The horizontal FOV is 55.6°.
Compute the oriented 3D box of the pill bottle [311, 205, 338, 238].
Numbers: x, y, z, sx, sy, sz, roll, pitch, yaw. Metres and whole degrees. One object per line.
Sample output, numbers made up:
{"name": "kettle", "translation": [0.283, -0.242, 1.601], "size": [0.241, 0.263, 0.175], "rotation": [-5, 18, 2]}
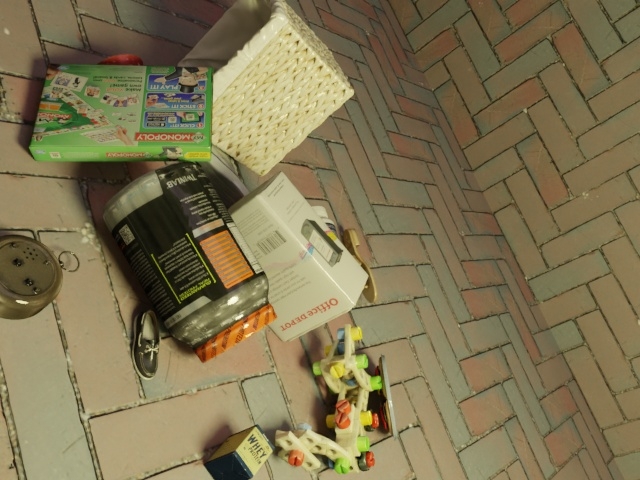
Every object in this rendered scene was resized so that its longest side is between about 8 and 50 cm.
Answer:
{"name": "pill bottle", "translation": [0.000, 0.000, 1.560], "size": [0.094, 0.094, 0.169], "rotation": [14, 53, -46]}

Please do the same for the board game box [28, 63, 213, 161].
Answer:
{"name": "board game box", "translation": [-0.367, -0.246, 1.159], "size": [0.318, 0.046, 0.213], "rotation": [0, 59, -7]}

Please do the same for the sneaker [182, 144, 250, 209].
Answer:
{"name": "sneaker", "translation": [-0.226, -0.158, 1.401], "size": [0.258, 0.094, 0.091], "rotation": [52, 38, -7]}

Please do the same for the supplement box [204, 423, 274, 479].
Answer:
{"name": "supplement box", "translation": [-0.143, 0.383, 1.075], "size": [0.056, 0.083, 0.083], "rotation": [56, 32, -4]}

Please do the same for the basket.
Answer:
{"name": "basket", "translation": [-0.145, -0.382, 1.433], "size": [0.266, 0.331, 0.328], "rotation": [39, 19, -33]}

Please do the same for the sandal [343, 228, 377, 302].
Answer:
{"name": "sandal", "translation": [0.079, 0.072, 1.643], "size": [0.079, 0.088, 0.240], "rotation": [-3, 54, -18]}

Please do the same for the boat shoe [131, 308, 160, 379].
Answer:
{"name": "boat shoe", "translation": [-0.304, 0.182, 1.075], "size": [0.046, 0.038, 0.125], "rotation": [21, 47, -41]}

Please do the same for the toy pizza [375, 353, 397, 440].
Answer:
{"name": "toy pizza", "translation": [0.152, 0.371, 1.438], "size": [0.201, 0.032, 0.201], "rotation": [-10, 90, -85]}

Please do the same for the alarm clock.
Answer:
{"name": "alarm clock", "translation": [-0.463, 0.050, 0.965], "size": [0.129, 0.064, 0.192], "rotation": [60, 30, 4]}

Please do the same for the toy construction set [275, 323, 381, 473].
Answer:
{"name": "toy construction set", "translation": [0.038, 0.355, 1.268], "size": [0.327, 0.151, 0.215], "rotation": [-55, 133, -47]}

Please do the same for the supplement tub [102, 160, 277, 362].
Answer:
{"name": "supplement tub", "translation": [-0.234, 0.041, 1.128], "size": [0.338, 0.207, 0.207], "rotation": [59, 34, 3]}

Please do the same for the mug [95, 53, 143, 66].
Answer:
{"name": "mug", "translation": [-0.385, -0.293, 1.284], "size": [0.150, 0.113, 0.169], "rotation": [-20, 82, -22]}

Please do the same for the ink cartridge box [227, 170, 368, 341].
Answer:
{"name": "ink cartridge box", "translation": [-0.083, 0.040, 1.305], "size": [0.306, 0.226, 0.131], "rotation": [50, 36, -14]}
